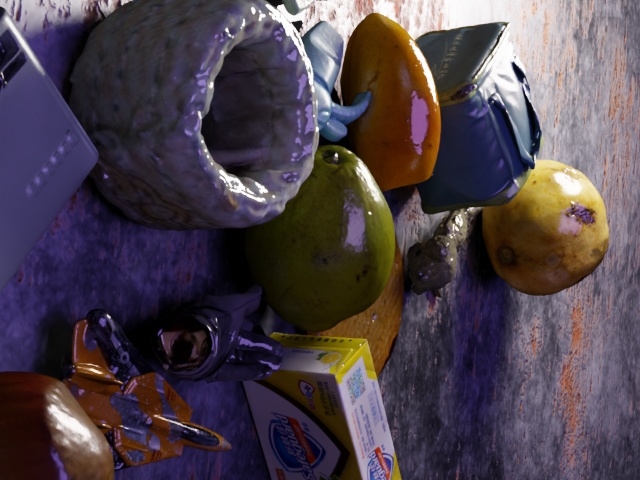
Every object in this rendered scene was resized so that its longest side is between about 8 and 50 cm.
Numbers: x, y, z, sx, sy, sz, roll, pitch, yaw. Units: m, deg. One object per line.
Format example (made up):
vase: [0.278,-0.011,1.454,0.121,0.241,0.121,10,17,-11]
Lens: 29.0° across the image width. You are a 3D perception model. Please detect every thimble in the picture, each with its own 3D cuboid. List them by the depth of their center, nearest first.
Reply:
thimble: [-0.148,-0.150,1.473,0.291,0.195,0.291,-3,93,-59]

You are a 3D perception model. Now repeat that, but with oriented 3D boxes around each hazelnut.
hazelnut: [-0.310,0.240,1.240,0.210,0.186,0.210,-5,96,-57]

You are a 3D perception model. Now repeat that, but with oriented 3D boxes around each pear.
pear: [0.000,0.000,1.701,0.212,0.212,0.269,-36,146,-51]

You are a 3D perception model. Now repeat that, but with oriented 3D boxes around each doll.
doll: [0.230,-0.019,2.175,0.285,0.091,0.202,-57,173,-24]

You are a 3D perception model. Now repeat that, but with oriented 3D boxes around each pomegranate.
pomegranate: [0.426,-0.027,2.359,0.260,0.261,0.260,-5,96,-58]

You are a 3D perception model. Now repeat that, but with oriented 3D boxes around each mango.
mango: [0.101,-0.212,1.857,0.138,0.187,0.256,-5,103,-15]

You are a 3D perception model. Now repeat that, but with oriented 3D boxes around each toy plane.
toy plane: [-0.212,0.215,1.488,0.316,0.103,0.204,38,62,-60]

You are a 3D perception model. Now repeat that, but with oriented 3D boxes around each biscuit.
biscuit: [0.052,0.084,1.947,0.305,0.038,0.305,-4,95,-59]

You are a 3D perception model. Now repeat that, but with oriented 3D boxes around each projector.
projector: [-0.358,-0.080,1.226,0.250,0.108,0.198,-61,139,-34]

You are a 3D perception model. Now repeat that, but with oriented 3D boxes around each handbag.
handbag: [0.236,-0.202,2.058,0.263,0.222,0.241,-53,130,-44]

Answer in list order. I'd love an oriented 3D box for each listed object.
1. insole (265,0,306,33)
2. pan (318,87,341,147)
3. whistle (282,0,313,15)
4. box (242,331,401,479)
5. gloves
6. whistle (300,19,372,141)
insole: [-0.072,-0.274,1.759,0.119,0.009,0.348,32,65,-52]
pan: [-0.021,-0.145,1.825,0.136,0.028,0.235,58,45,-43]
whistle: [0.008,-0.405,1.782,0.244,0.092,0.110,-60,141,-41]
box: [0.003,0.269,1.764,0.097,0.168,0.265,-45,130,-50]
gloves: [-0.128,0.120,1.584,0.285,0.119,0.142,19,94,-66]
whistle: [-0.030,-0.204,1.735,0.186,0.093,0.274,37,53,-20]
